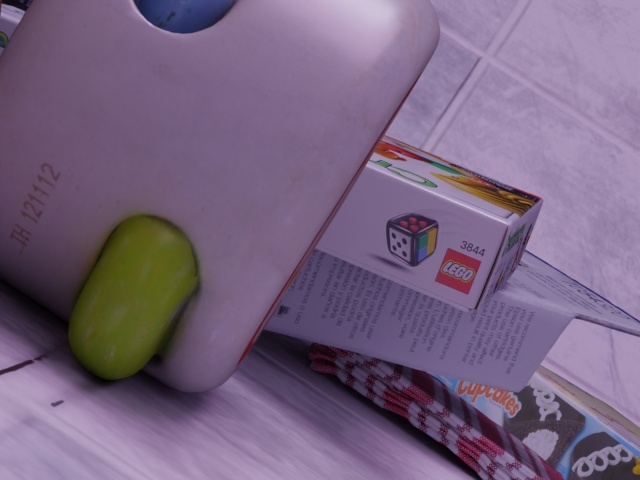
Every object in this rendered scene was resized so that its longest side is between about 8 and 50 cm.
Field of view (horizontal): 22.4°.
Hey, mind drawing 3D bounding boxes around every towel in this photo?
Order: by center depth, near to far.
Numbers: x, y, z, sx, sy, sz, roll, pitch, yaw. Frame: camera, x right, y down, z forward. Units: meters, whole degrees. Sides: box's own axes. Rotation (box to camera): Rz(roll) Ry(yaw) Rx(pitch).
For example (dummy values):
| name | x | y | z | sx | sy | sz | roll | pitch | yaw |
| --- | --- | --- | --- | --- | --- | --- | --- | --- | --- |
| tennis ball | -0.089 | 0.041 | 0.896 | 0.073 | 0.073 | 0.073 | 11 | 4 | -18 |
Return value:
| name | x | y | z | sx | sy | sz | roll | pitch | yaw |
| --- | --- | --- | --- | --- | --- | --- | --- | --- | --- |
| towel | 0.079 | 0.115 | 1.025 | 0.197 | 0.029 | 0.144 | 36 | 4 | 3 |

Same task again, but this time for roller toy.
| name | x | y | z | sx | sy | sz | roll | pitch | yaw |
| --- | --- | --- | --- | --- | --- | --- | --- | --- | --- |
| roller toy | -0.056 | -0.050 | 0.662 | 0.146 | 0.191 | 0.209 | 32 | 3 | 1 |

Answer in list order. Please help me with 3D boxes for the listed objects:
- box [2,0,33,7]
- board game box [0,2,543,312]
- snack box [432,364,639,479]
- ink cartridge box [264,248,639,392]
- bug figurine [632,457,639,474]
| name | x | y | z | sx | sy | sz | roll | pitch | yaw |
| --- | --- | --- | --- | --- | --- | --- | --- | --- | --- |
| box | -0.235 | -0.236 | 1.019 | 0.207 | 0.108 | 0.153 | 31 | 7 | -10 |
| board game box | -0.035 | -0.052 | 0.884 | 0.305 | 0.053 | 0.193 | 23 | 10 | 9 |
| snack box | 0.231 | 0.174 | 1.290 | 0.187 | 0.060 | 0.322 | 31 | 4 | -28 |
| ink cartridge box | 0.000 | 0.000 | 1.040 | 0.330 | 0.071 | 0.324 | 18 | 9 | -27 |
| bug figurine | 0.241 | 0.114 | 1.007 | 0.072 | 0.216 | 0.279 | 10 | -3 | 16 |
